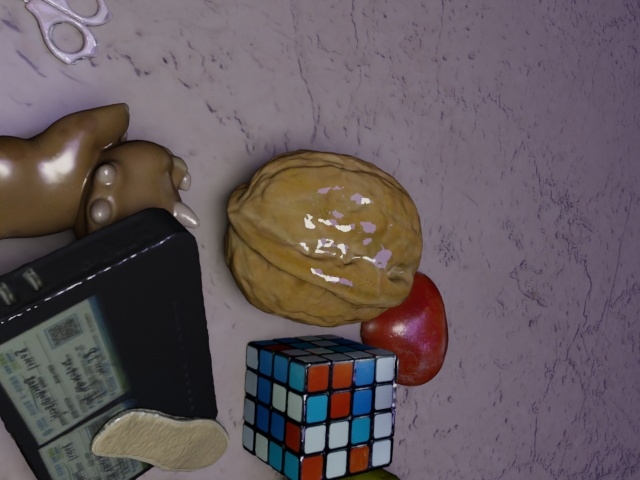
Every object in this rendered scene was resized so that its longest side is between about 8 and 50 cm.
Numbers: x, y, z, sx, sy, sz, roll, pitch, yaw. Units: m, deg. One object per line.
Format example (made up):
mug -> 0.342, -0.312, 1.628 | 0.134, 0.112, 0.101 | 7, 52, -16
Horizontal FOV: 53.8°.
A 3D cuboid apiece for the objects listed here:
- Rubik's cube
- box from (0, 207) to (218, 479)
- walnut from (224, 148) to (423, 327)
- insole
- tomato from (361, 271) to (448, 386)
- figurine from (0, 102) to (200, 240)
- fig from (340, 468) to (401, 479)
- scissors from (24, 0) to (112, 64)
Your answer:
Rubik's cube -> -0.002, 0.219, 0.854 | 0.155, 0.151, 0.154 | 3, 93, -36
box -> -0.213, 0.139, 0.643 | 0.211, 0.058, 0.350 | -29, 144, -30
walnut -> 0.000, 0.000, 0.800 | 0.257, 0.257, 0.225 | 9, 120, -36
insole -> -0.172, 0.236, 0.734 | 0.081, 0.011, 0.248 | -48, 149, -2
tomato -> 0.159, 0.148, 1.007 | 0.166, 0.082, 0.174 | -44, 115, -26
figurine -> -0.250, -0.026, 0.641 | 0.247, 0.177, 0.173 | -22, 87, -45
fig -> 0.049, 0.414, 0.859 | 0.271, 0.239, 0.240 | -21, 107, -57
scissors -> -0.319, -0.268, 0.674 | 0.189, 0.015, 0.100 | 25, 77, -32
